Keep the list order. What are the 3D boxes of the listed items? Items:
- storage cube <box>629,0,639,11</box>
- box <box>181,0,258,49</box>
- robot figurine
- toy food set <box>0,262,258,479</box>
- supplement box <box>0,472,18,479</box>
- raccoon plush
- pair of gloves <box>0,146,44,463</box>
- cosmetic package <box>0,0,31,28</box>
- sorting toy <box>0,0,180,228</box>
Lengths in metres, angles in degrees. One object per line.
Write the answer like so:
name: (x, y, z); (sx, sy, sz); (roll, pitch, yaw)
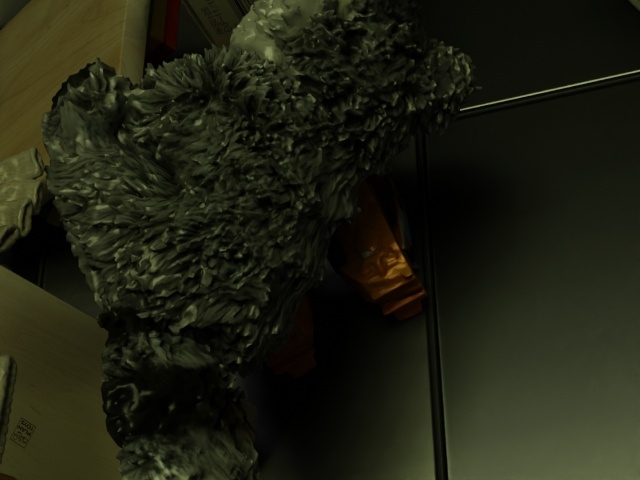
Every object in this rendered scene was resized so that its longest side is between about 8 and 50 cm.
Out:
storage cube: (0.337, -0.277, 1.055); (0.193, 0.184, 0.215); (-36, 54, 1)
box: (-0.049, -0.325, 1.147); (0.148, 0.121, 0.311); (-16, 57, 14)
robot figurine: (-0.032, -0.036, 1.122); (0.211, 0.085, 0.291); (-28, 54, 5)
toy food set: (-0.219, 0.170, 1.085); (0.306, 0.092, 0.220); (24, 83, 33)
supplement box: (-0.305, 0.261, 0.923); (0.129, 0.191, 0.194); (-31, 58, 16)
raccoon plush: (0.000, 0.000, 0.922); (0.299, 0.216, 0.446); (-23, 62, 8)
pair of gloves: (-0.277, 0.054, 0.865); (0.204, 0.042, 0.240); (-13, 61, 21)
cosmetic package: (-0.363, -0.332, 1.362); (0.224, 0.138, 0.224); (-30, 47, -30)
sorting toy: (-0.216, -0.133, 1.204); (0.257, 0.089, 0.256); (-31, 46, 38)
